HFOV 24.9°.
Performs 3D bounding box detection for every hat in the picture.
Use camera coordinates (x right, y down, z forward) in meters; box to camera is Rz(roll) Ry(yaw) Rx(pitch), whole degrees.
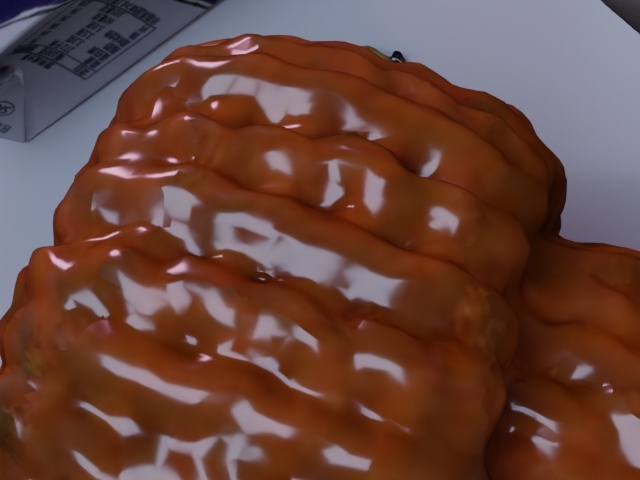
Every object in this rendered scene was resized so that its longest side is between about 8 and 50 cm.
[{"bbox_3d":[0.088,0.112,0.475,0.400,0.285,0.285,20,95,17],"label":"hat"}]

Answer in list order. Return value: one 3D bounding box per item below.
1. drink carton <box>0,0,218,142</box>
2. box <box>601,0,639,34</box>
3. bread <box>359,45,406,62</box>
[{"bbox_3d":[-0.127,-0.164,0.736,0.222,0.102,0.134,-33,74,23],"label":"drink carton"},{"bbox_3d":[0.188,-0.140,0.478,0.111,0.260,0.194,17,94,28],"label":"box"},{"bbox_3d":[0.000,0.000,0.675,0.147,0.127,0.152,-30,106,20],"label":"bread"}]
